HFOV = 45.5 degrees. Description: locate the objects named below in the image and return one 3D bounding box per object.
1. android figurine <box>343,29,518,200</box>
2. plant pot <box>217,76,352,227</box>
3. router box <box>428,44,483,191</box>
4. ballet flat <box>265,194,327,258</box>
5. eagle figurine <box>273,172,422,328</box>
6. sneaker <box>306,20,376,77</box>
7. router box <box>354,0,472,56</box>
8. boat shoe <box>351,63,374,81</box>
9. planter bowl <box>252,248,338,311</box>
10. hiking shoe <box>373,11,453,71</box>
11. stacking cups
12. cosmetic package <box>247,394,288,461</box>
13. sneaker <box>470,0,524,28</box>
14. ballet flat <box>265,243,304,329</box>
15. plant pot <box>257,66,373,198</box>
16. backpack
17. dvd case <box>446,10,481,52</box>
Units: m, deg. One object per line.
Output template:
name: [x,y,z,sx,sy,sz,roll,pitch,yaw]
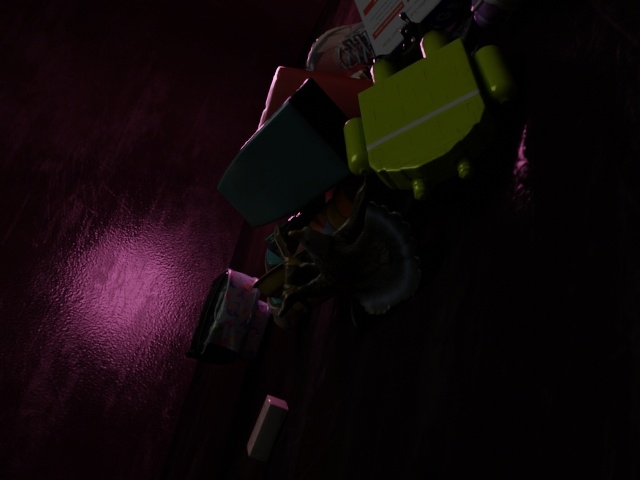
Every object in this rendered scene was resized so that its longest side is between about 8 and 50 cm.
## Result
android figurine: [0.141,-0.168,1.026,0.248,0.056,0.273,-27,45,19]
plant pot: [-0.061,-0.142,1.387,0.234,0.166,0.165,-38,11,27]
router box: [0.196,-0.175,1.113,0.133,0.046,0.179,140,150,-67]
ballet flat: [-0.031,-0.030,1.411,0.203,0.074,0.074,-52,-4,-47]
eagle figurine: [0.050,0.007,1.161,0.298,0.226,0.225,-34,-7,28]
sneaker: [0.098,-0.422,1.612,0.283,0.110,0.122,-33,18,-11]
router box: [0.162,-0.519,1.311,0.335,0.082,0.301,-36,71,57]
boat shoe: [0.112,-0.385,1.733,0.091,0.109,0.305,146,148,-79]
planter bowl: [-0.010,0.070,1.409,0.217,0.090,0.217,-29,-8,-4]
hiking shoe: [0.131,-0.261,1.282,0.086,0.114,0.227,-153,85,-79]
stacking cups: [0.042,-0.033,1.506,0.316,0.096,0.096,123,165,-62]
cosmetic package: [-0.106,0.375,1.526,0.060,0.041,0.115,-136,68,-78]
sneaker: [0.262,-0.342,1.011,0.282,0.102,0.161,-67,1,-59]
ballet flat: [-0.076,0.088,1.777,0.316,0.107,0.106,-83,-16,-53]
plant pot: [0.001,-0.224,1.554,0.275,0.243,0.275,-163,90,-82]
backpack: [-0.240,0.210,2.074,0.225,0.191,0.254,149,134,-68]
dvd case: [0.207,-0.301,1.358,0.253,0.022,0.180,-164,97,-79]
